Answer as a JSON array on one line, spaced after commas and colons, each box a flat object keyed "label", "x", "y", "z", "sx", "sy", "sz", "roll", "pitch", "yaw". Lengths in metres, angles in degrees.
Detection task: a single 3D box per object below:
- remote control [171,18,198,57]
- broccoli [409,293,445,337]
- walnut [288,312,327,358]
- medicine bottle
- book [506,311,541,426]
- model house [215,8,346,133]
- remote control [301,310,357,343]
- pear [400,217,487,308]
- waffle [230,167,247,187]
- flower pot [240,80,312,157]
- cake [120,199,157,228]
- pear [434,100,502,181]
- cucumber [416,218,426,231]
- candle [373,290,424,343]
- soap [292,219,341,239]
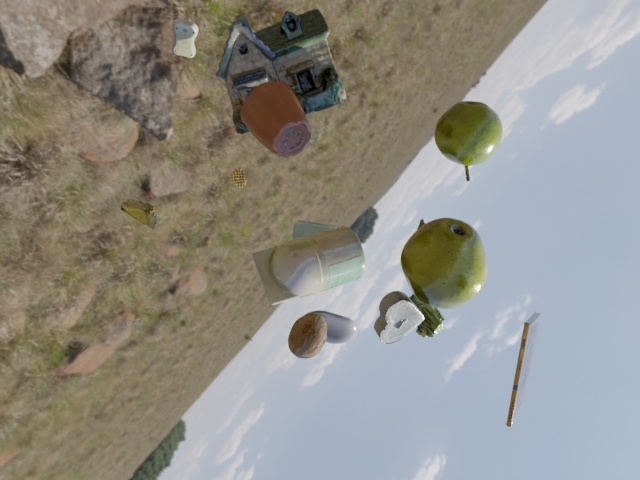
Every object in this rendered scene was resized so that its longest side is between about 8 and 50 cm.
[{"label": "remote control", "x": -0.417, "y": -0.621, "z": 1.294, "sx": 0.122, "sy": 0.074, "sz": 0.032, "roll": 130, "pitch": -37, "yaw": -56}, {"label": "broccoli", "x": 0.555, "y": 0.415, "z": 2.252, "sx": 0.243, "sy": 0.246, "sz": 0.263, "roll": -132, "pitch": -127, "yaw": -58}, {"label": "walnut", "x": -0.053, "y": 0.414, "z": 1.830, "sx": 0.207, "sy": 0.167, "sz": 0.167, "roll": -61, "pitch": -174, "yaw": -37}, {"label": "medicine bottle", "x": -0.050, "y": 0.099, "z": 1.674, "sx": 0.405, "sy": 0.236, "sz": 0.236, "roll": -15, "pitch": 163, "yaw": -25}, {"label": "book", "x": 0.486, "y": 0.301, "z": 1.002, "sx": 0.170, "sy": 0.018, "sz": 0.242, "roll": 0, "pitch": 100, "yaw": -55}, {"label": "model house", "x": -0.172, "y": -0.665, "z": 1.577, "sx": 0.444, "sy": 0.400, "sz": 0.395, "roll": -17, "pitch": -158, "yaw": 0}, {"label": "remote control", "x": 0.041, "y": 0.466, "z": 2.250, "sx": 0.221, "sy": 0.331, "sz": 0.104, "roll": -54, "pitch": -153, "yaw": 35}, {"label": "pear", "x": 0.399, "y": 0.072, "z": 1.354, "sx": 0.294, "sy": 0.294, "sz": 0.294, "roll": -50, "pitch": 179, "yaw": -1}, {"label": "waffle", "x": -0.375, "y": -0.288, "z": 1.943, "sx": 0.078, "sy": 0.085, "sz": 0.016, "roll": -45, "pitch": -153, "yaw": -24}, {"label": "flower pot", "x": -0.121, "y": -0.349, "z": 1.255, "sx": 0.190, "sy": 0.173, "sz": 0.191, "roll": -23, "pitch": 146, "yaw": -17}, {"label": "cake", "x": -0.858, "y": -0.128, "z": 2.020, "sx": 0.080, "sy": 0.184, "sz": 0.116, "roll": -70, "pitch": 162, "yaw": -52}, {"label": "pear", "x": 0.412, "y": -0.277, "z": 1.183, "sx": 0.166, "sy": 0.180, "sz": 0.216, "roll": -30, "pitch": 126, "yaw": -36}, {"label": "cucumber", "x": 0.539, "y": 0.004, "z": 2.078, "sx": 0.134, "sy": 0.245, "sz": 0.134, "roll": -25, "pitch": -163, "yaw": 8}, {"label": "candle", "x": 0.271, "y": 0.259, "z": 1.428, "sx": 0.068, "sy": 0.168, "sz": 0.193, "roll": -124, "pitch": -141, "yaw": -52}, {"label": "soap", "x": 0.000, "y": 0.000, "z": 2.231, "sx": 0.095, "sy": 0.289, "sz": 0.173, "roll": -34, "pitch": 133, "yaw": -75}]
